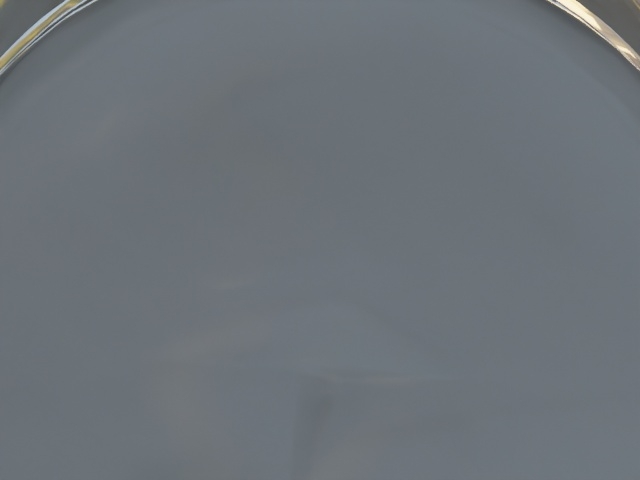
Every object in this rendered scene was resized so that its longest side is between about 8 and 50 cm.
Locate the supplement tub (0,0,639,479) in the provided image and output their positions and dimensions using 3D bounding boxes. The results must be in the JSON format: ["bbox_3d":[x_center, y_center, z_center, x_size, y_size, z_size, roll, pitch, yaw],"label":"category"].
[{"bbox_3d":[0.000,0.000,0.600,0.235,0.235,0.325,8,-168,-2],"label":"supplement tub"}]
